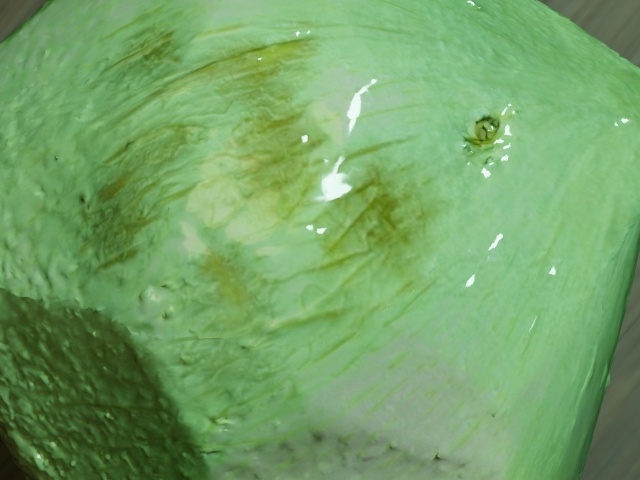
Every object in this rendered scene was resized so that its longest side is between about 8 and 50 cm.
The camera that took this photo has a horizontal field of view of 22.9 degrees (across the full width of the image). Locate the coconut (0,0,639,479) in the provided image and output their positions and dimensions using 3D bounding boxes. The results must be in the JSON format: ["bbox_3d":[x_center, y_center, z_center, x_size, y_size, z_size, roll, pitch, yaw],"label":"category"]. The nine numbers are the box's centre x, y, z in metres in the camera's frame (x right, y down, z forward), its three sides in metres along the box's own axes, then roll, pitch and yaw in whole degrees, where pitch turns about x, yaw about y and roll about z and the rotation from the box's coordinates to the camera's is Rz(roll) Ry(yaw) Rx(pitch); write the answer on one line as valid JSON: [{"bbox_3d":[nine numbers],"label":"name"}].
[{"bbox_3d":[0.000,0.000,0.708,0.328,0.281,0.328,-2,84,22],"label":"coconut"}]
